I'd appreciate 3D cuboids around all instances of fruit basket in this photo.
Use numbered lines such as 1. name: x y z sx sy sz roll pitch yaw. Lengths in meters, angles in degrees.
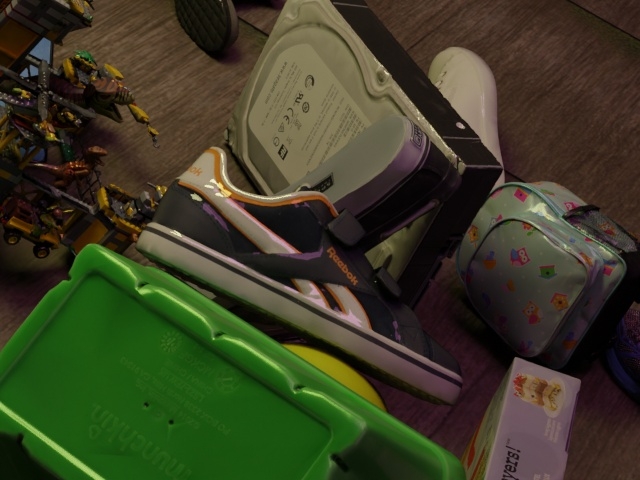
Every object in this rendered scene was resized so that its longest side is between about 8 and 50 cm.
1. fruit basket: -0.068 0.188 1.389 0.392 0.392 0.283 34 77 15

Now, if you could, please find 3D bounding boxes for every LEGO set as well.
1. LEGO set: -0.248 -0.151 1.660 0.255 0.192 0.331 33 25 -32

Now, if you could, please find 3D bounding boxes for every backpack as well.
1. backpack: 0.234 0.028 1.770 0.144 0.166 0.188 -4 41 -45

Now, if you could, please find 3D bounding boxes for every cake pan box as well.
1. cake pan box: 0.123 0.266 1.352 0.070 0.245 0.267 21 38 2

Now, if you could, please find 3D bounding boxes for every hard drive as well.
1. hard drive: 0.031 -0.095 1.755 0.064 0.237 0.339 -1 43 -39

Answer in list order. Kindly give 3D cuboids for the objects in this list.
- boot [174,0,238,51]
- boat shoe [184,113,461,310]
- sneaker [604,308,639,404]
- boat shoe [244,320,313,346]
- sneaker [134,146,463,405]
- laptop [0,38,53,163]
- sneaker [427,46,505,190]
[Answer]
1. boot: -0.110 -0.328 2.111 0.161 0.083 0.246 2 42 -34
2. boat shoe: 0.000 -0.003 1.620 0.105 0.306 0.113 41 22 -29
3. sneaker: 0.381 0.148 1.762 0.083 0.087 0.221 -3 44 -31
4. boat shoe: -0.032 0.109 1.630 0.152 0.056 0.049 -3 48 -17
5. sneaker: 0.004 0.030 1.481 0.321 0.126 0.127 29 80 -10
6. laptop: -0.473 -0.316 1.783 0.236 0.408 0.382 -15 40 6
7. sneaker: 0.142 -0.145 1.986 0.123 0.106 0.290 14 39 -16
